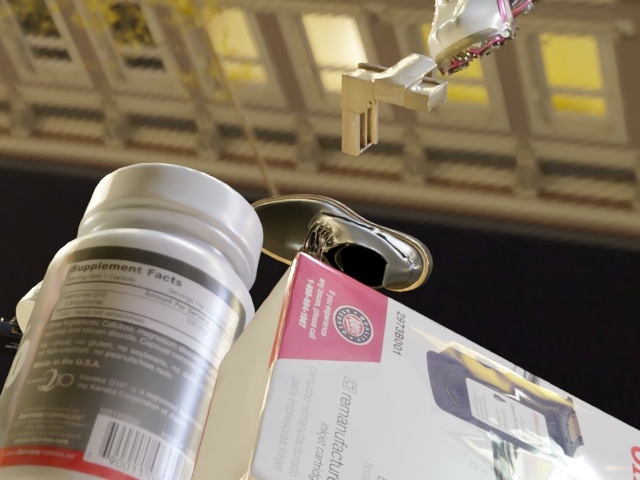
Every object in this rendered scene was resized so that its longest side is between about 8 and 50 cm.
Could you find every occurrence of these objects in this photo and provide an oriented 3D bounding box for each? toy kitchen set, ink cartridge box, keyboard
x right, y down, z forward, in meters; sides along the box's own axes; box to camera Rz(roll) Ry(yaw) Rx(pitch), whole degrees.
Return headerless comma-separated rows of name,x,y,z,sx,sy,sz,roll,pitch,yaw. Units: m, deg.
toy kitchen set,0.070,-0.113,1.410,0.083,0.075,0.068,16,-147,27
ink cartridge box,0.059,0.137,0.832,0.237,0.100,0.172,28,-145,-12
keyboard,-0.299,0.100,1.714,0.180,0.108,0.023,11,-111,-21

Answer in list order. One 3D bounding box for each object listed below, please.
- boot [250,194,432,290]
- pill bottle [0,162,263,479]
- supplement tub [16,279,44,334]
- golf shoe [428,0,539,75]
boot,0.000,0.000,1.609,0.197,0.137,0.077,12,-84,18
pill bottle,-0.138,0.095,1.189,0.161,0.161,0.283,0,-129,18
supplement tub,-0.195,0.047,1.392,0.071,0.071,0.107,20,-135,32
golf shoe,0.107,-0.180,1.221,0.067,0.086,0.186,-29,-167,26
